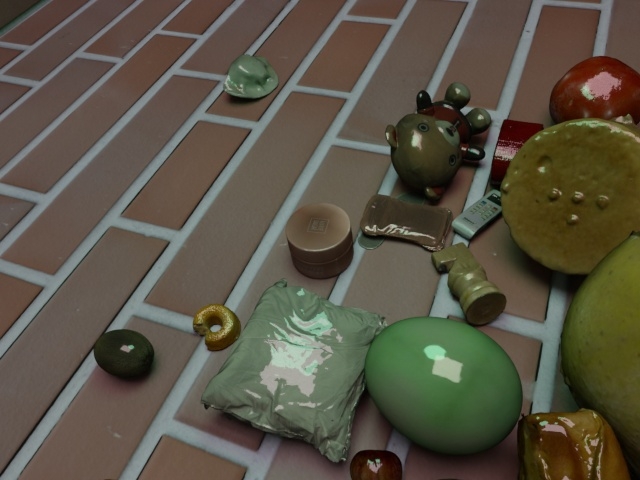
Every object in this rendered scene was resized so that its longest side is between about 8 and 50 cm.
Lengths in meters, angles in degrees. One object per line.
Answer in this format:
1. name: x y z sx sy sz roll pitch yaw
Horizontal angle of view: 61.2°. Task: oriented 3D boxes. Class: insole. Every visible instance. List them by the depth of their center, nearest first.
1. insole: 0.175 -0.056 1.332 0.080 0.003 0.232 33 61 30

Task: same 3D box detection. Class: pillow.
1. pillow: -0.030 0.232 1.033 0.284 0.138 0.309 21 57 13
2. pillow: 0.204 -0.049 1.300 0.211 0.034 0.135 14 58 16

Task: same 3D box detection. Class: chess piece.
1. chess piece: 0.311 0.080 1.157 0.090 0.090 0.200 -15 38 -4

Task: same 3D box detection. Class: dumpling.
1. dumpling: -0.223 -0.534 1.731 0.153 0.108 0.219 15 56 20

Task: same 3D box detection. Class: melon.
1. melon: -0.404 0.230 1.111 0.131 0.098 0.098 14 53 24

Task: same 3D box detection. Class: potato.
1. potato: 0.582 0.229 0.842 0.319 0.386 0.442 -51 45 11

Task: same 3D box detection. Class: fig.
1. fig: 0.094 0.415 0.902 0.089 0.089 0.125 -4 70 5

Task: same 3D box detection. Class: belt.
1. belt: 0.494 -0.212 1.338 0.124 0.128 0.200 13 52 19

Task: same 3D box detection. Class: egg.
1. egg: 0.205 0.244 0.929 0.270 0.220 0.220 16 54 22

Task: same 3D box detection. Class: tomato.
1. tomato: 0.713 -0.370 1.402 0.232 0.188 0.231 -6 47 6

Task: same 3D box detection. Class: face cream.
1. face cream: 0.000 0.000 1.243 0.149 0.104 0.149 -4 50 5

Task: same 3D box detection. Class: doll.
1. doll: 0.292 -0.263 1.384 0.174 0.235 0.330 -23 20 50

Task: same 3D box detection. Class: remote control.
1. remote control: 0.386 -0.064 1.293 0.166 0.029 0.065 -34 52 -26

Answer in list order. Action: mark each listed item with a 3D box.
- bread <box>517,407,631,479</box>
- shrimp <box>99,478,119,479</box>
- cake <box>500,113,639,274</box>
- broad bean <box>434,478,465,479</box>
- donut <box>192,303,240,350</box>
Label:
1. bread: 0.363 0.411 0.749 0.149 0.195 0.343 -2 67 13
2. shrimp: -0.396 0.473 0.950 0.127 0.025 0.091 -20 50 -14
3. cake: 0.589 -0.096 1.161 0.332 0.332 0.321 35 25 31
4. broad bean: 0.219 0.454 0.858 0.207 0.072 0.153 -4 52 -12
5. donut: -0.224 0.180 1.166 0.097 0.043 0.108 -39 60 -22
